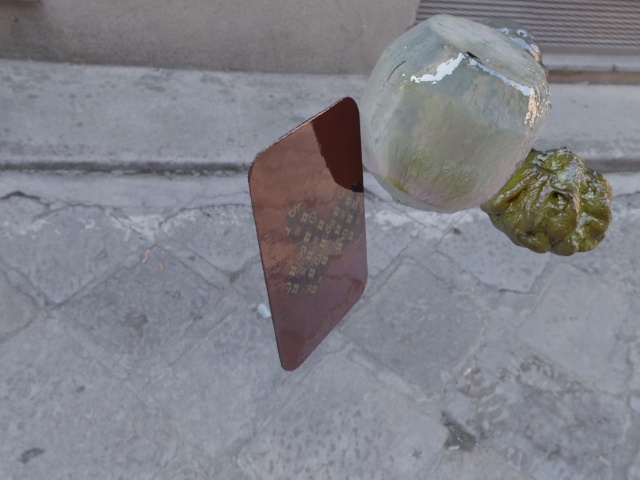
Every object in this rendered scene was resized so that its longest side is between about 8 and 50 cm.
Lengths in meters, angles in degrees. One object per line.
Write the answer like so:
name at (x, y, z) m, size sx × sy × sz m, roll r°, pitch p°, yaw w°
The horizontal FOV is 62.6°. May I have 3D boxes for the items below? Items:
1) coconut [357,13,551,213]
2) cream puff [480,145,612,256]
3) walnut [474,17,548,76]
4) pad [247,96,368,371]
coconut at (0.155, -0.142, 0.662) m, size 0.227 × 0.230 × 0.227 m, roll 15°, pitch 42°, yaw -14°
cream puff at (0.434, -0.076, 1.016) m, size 0.244 × 0.196 × 0.244 m, roll 35°, pitch 15°, yaw -11°
walnut at (0.299, -0.289, 0.949) m, size 0.224 × 0.224 × 0.224 m, roll 5°, pitch 45°, yaw -5°
pad at (0.000, 0.000, 0.552) m, size 0.004 × 0.267 × 0.181 m, roll 19°, pitch 42°, yaw 31°
